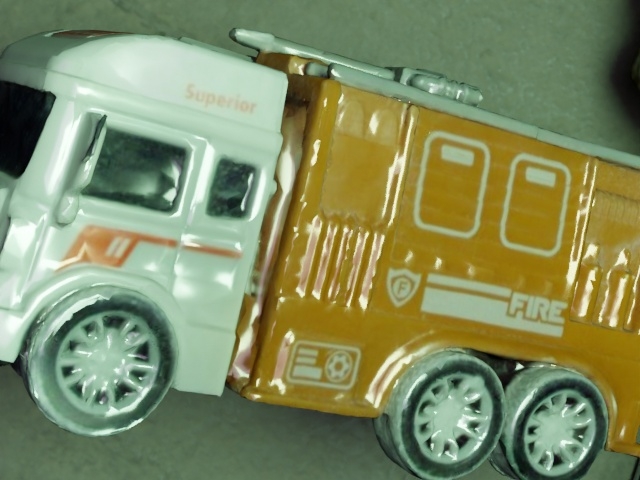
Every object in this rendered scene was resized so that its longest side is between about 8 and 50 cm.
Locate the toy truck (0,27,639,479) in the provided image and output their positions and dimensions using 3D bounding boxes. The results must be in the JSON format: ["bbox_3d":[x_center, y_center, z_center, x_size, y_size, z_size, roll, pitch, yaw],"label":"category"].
[{"bbox_3d":[0.000,0.000,0.680,0.388,0.173,0.207,12,93,-29],"label":"toy truck"}]

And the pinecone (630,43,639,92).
[{"bbox_3d":[0.323,-0.107,0.748,0.257,0.243,0.243,27,88,-25],"label":"pinecone"}]

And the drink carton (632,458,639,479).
[{"bbox_3d":[0.272,0.141,0.743,0.102,0.222,0.134,21,88,-4],"label":"drink carton"}]
